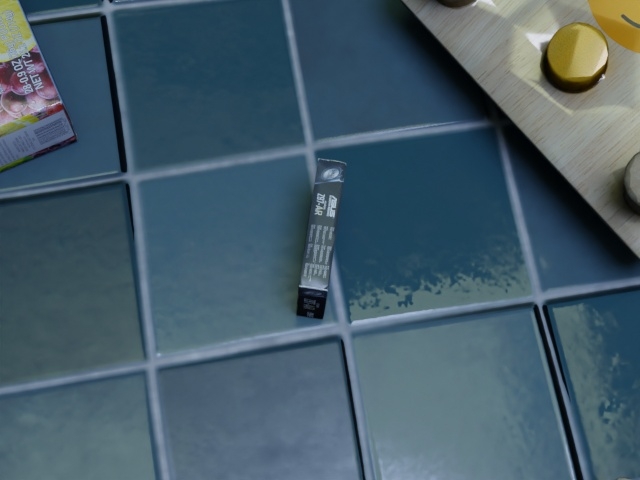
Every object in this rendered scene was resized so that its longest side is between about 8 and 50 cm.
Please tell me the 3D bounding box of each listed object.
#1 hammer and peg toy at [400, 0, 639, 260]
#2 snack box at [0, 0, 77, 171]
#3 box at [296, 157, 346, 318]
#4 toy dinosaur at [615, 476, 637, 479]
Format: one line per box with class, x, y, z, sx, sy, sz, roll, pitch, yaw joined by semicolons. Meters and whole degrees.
hammer and peg toy;0.257;-0.187;0.690;0.361;0.127;0.266;-41;77;8
snack box;-0.286;-0.108;0.730;0.207;0.070;0.174;-25;75;-8
box;0.000;0.000;0.707;0.018;0.067;0.083;8;71;0
toy dinosaur;0.291;0.126;0.684;0.268;0.064;0.118;1;78;-4
